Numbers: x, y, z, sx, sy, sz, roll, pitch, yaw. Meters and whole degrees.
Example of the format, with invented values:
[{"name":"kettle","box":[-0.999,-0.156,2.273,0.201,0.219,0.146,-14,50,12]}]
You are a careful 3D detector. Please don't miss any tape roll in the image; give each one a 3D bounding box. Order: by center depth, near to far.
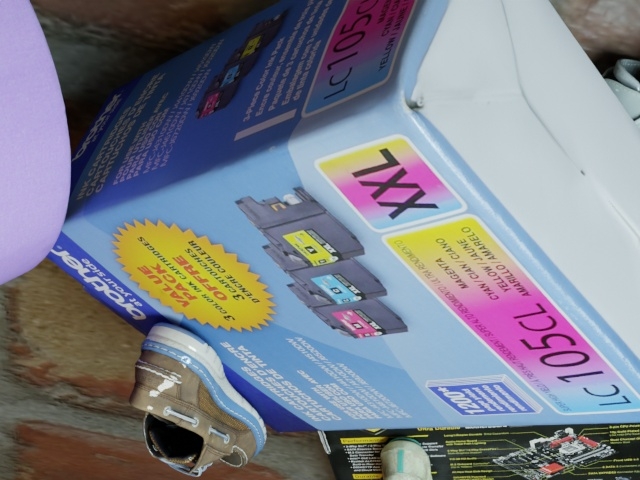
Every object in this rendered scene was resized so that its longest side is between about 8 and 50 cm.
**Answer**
[{"name":"tape roll","box":[-0.275,-0.086,0.546,0.275,0.090,0.275,19,124,31]}]

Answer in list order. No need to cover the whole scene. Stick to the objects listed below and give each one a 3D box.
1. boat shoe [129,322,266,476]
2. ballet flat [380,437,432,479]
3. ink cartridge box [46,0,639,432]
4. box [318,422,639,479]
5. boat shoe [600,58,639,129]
[{"name":"boat shoe","box":[-0.094,0.128,0.646,0.066,0.066,0.183,15,150,27]},{"name":"ballet flat","box":[0.081,0.246,0.825,0.057,0.052,0.168,-7,132,14]},{"name":"ink cartridge box","box":[0.000,0.000,0.596,0.395,0.151,0.270,-12,134,45]},{"name":"box","box":[0.168,0.184,0.844,0.322,0.079,0.257,-6,130,13]},{"name":"boat shoe","box":[0.216,-0.086,0.595,0.227,0.079,0.081,-29,104,31]}]
